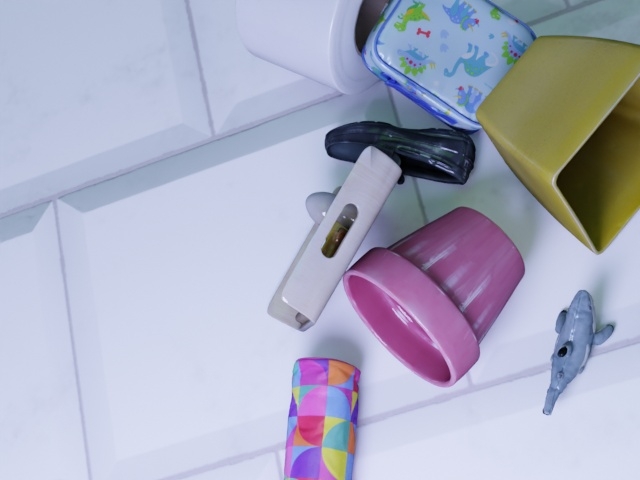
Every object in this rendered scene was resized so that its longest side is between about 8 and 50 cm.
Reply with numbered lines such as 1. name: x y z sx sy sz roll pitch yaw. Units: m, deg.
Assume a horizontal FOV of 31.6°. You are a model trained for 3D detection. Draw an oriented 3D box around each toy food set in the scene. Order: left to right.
1. toy food set: 0.000 0.000 1.498 0.092 0.306 0.220 30 81 0

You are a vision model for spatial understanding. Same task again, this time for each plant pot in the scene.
1. plant pot: 0.161 0.060 1.477 0.180 0.201 0.201 -41 62 -16
2. plant pot: 0.334 -0.147 1.486 0.212 0.212 0.187 -50 50 -3

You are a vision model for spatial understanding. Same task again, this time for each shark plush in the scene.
1. shark plush: 0.310 0.143 1.452 0.073 0.067 0.161 31 83 26

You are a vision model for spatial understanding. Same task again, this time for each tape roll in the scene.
1. tape roll: 0.016 -0.353 1.640 0.169 0.246 0.246 26 81 25

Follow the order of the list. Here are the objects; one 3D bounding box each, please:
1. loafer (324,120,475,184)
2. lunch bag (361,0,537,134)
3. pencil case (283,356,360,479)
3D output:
1. loafer: 0.109 -0.121 1.614 0.223 0.076 0.078 7 65 17
2. lunch bag: 0.179 -0.264 1.588 0.219 0.090 0.176 32 83 -8
3. pencil case: -0.005 0.274 1.498 0.104 0.104 0.236 1 70 20
